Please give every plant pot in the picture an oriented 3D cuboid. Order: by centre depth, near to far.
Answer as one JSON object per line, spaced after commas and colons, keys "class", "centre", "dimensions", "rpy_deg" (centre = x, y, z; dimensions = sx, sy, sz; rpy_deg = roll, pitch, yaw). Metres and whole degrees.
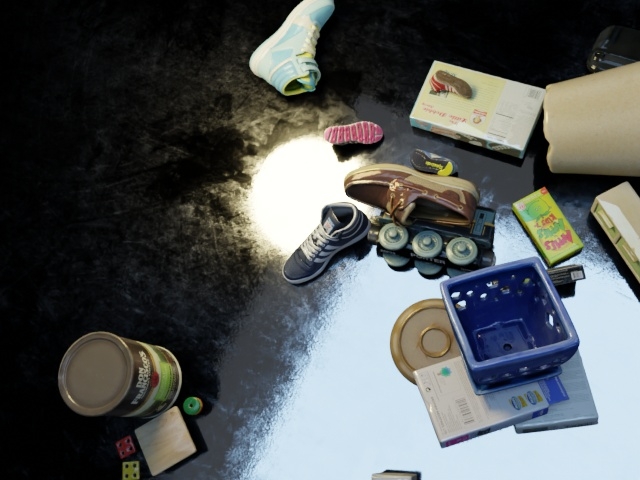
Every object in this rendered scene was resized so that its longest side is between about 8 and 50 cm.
{"class": "plant pot", "centre": [0.414, 0.206, 1.491], "dimensions": [0.236, 0.212, 0.236], "rpy_deg": [-15, 52, 3]}
{"class": "plant pot", "centre": [0.708, -0.284, 1.607], "dimensions": [0.305, 0.334, 0.333], "rpy_deg": [-3, 73, 24]}
{"class": "plant pot", "centre": [0.291, 0.259, 1.684], "dimensions": [0.236, 0.032, 0.236], "rpy_deg": [-4, 74, 12]}

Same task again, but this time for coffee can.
{"class": "coffee can", "centre": [-0.510, 0.355, 1.726], "dimensions": [0.202, 0.275, 0.201], "rpy_deg": [-4, 74, 13]}

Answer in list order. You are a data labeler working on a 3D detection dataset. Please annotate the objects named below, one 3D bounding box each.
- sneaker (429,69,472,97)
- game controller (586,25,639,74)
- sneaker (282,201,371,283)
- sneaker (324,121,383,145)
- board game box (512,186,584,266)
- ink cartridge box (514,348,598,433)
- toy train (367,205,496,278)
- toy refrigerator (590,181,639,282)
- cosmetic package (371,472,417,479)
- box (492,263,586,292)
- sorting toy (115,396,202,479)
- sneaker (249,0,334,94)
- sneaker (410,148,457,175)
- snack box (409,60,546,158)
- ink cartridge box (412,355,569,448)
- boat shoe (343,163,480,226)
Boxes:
{"class": "sneaker", "centre": [0.350, -0.415, 1.801], "dimensions": [0.118, 0.067, 0.042], "rpy_deg": [29, 78, -9]}
{"class": "game controller", "centre": [0.872, -0.464, 1.743], "dimensions": [0.319, 0.067, 0.166], "rpy_deg": [24, 67, 19]}
{"class": "sneaker", "centre": [0.000, 0.000, 1.767], "dimensions": [0.282, 0.153, 0.099], "rpy_deg": [-37, 68, 2]}
{"class": "sneaker", "centre": [0.089, -0.302, 1.882], "dimensions": [0.170, 0.075, 0.063], "rpy_deg": [-6, 99, -9]}
{"class": "board game box", "centre": [0.577, -0.035, 1.692], "dimensions": [0.092, 0.043, 0.181], "rpy_deg": [-29, 69, 4]}
{"class": "ink cartridge box", "centre": [0.542, 0.336, 1.601], "dimensions": [0.189, 0.066, 0.232], "rpy_deg": [-11, 51, 11]}
{"class": "toy train", "centre": [0.295, -0.016, 1.716], "dimensions": [0.334, 0.142, 0.190], "rpy_deg": [13, 64, 20]}
{"class": "toy refrigerator", "centre": [0.765, 0.004, 1.603], "dimensions": [0.094, 0.102, 0.269], "rpy_deg": [-28, 70, 5]}
{"class": "cosmetic package", "centre": [0.177, 0.666, 1.545], "dimensions": [0.107, 0.127, 0.238], "rpy_deg": [-1, 72, 13]}
{"class": "box", "centre": [0.528, 0.096, 1.626], "dimensions": [0.207, 0.114, 0.036], "rpy_deg": [-13, 87, 10]}
{"class": "sorting toy", "centre": [-0.414, 0.537, 1.771], "dimensions": [0.274, 0.046, 0.132], "rpy_deg": [-31, 69, 3]}
{"class": "sneaker", "centre": [-0.035, -0.558, 1.957], "dimensions": [0.319, 0.127, 0.208], "rpy_deg": [-45, 67, 8]}
{"class": "sneaker", "centre": [0.308, -0.210, 1.809], "dimensions": [0.144, 0.059, 0.053], "rpy_deg": [30, 115, 35]}
{"class": "snack box", "centre": [0.427, -0.360, 1.814], "dimensions": [0.322, 0.060, 0.187], "rpy_deg": [21, 79, 19]}
{"class": "ink cartridge box", "centre": [0.396, 0.349, 1.563], "dimensions": [0.311, 0.065, 0.185], "rpy_deg": [-20, 53, 2]}
{"class": "boat shoe", "centre": [0.214, -0.098, 1.643], "dimensions": [0.342, 0.123, 0.123], "rpy_deg": [11, 53, 11]}
